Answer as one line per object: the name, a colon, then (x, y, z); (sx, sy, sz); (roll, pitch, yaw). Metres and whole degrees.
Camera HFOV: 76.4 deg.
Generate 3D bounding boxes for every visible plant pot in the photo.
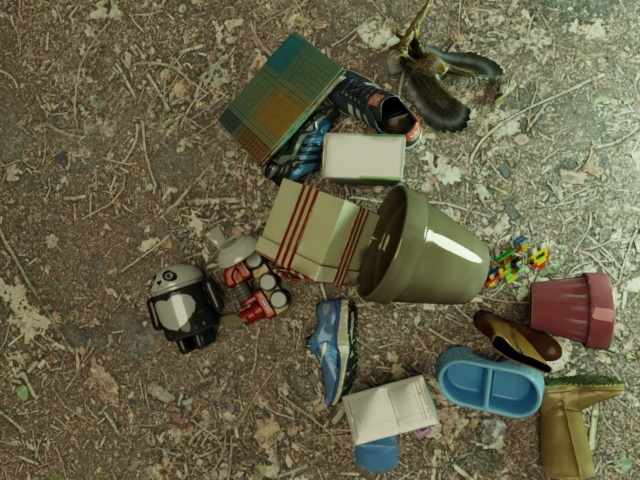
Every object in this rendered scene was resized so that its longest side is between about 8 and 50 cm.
plant pot: (0.671, 0.183, 1.105); (0.180, 0.201, 0.202); (2, 92, 24)
plant pot: (0.288, 0.044, 1.118); (0.280, 0.323, 0.323); (17, 94, -8)

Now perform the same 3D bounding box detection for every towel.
towel: (-0.127, -0.435, 1.244); (0.370, 0.040, 0.271); (-46, 62, 9)

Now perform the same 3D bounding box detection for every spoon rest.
spoon rest: (-0.269, 0.021, 1.228); (0.137, 0.276, 0.084); (-38, 118, -17)

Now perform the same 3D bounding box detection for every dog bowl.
dog bowl: (0.477, 0.409, 1.161); (0.297, 0.074, 0.166); (7, 99, 21)

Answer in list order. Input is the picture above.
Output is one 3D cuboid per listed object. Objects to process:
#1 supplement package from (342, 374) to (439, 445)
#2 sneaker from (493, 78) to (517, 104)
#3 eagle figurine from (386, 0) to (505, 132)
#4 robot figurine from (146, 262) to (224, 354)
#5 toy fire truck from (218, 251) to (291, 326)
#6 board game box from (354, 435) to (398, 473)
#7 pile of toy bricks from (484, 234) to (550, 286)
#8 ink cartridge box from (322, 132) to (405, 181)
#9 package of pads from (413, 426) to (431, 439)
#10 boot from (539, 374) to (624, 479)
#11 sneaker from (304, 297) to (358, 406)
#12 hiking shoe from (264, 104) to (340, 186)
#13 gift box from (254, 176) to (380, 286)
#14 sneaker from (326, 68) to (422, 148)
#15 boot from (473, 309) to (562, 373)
supplement package: (0.207, 0.491, 1.189); (0.243, 0.134, 0.139); (-19, 69, 9)
sneaker: (0.530, -0.433, 1.184); (0.083, 0.032, 0.037); (-45, 71, 3)
eagle figurine: (0.335, -0.478, 1.157); (0.298, 0.225, 0.226); (31, 142, -22)
robot figurine: (-0.426, 0.209, 1.278); (0.209, 0.173, 0.278); (-18, 89, -26)
toy fire truck: (-0.241, 0.171, 1.278); (0.246, 0.158, 0.217); (-32, 87, -2)
board game box: (0.174, 0.632, 1.268); (0.133, 0.033, 0.169); (-5, 86, 14)
pile of toy bricks: (0.542, 0.081, 1.169); (0.212, 0.118, 0.105); (-30, 115, -7)
ink cartridge box: (0.126, -0.216, 1.128); (0.201, 0.278, 0.117); (4, 95, 9)
package of pads: (0.295, 0.560, 1.245); (0.050, 0.032, 0.083); (-38, 86, 8)
boot: (0.738, 0.526, 1.150); (0.236, 0.089, 0.270); (-10, 89, 22)
sneaker: (0.032, 0.340, 1.251); (0.147, 0.129, 0.330); (1, 89, 23)
hiking shoe: (-0.036, -0.280, 1.254); (0.132, 0.113, 0.304); (41, 96, -19)
gift box: (0.000, 0.000, 1.128); (0.276, 0.255, 0.258); (26, 97, 37)
sneaker: (0.149, -0.404, 1.183); (0.350, 0.148, 0.131); (34, 97, 7)
boot: (0.551, 0.277, 1.070); (0.264, 0.280, 0.096); (32, 97, 7)
